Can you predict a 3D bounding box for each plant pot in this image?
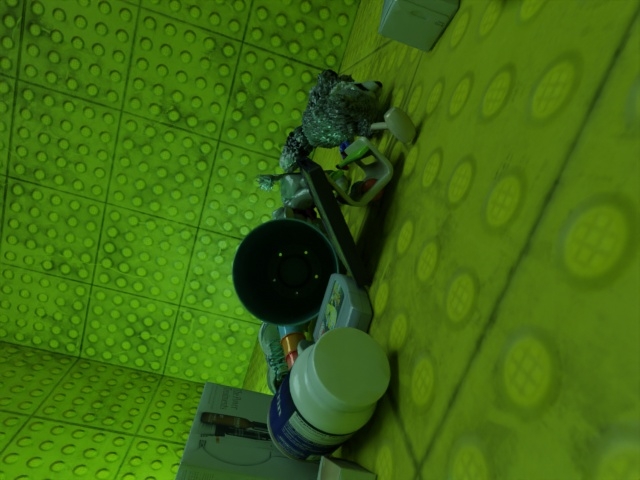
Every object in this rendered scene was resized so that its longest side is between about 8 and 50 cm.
[{"bbox_3d":[-0.088,0.091,1.235,0.235,0.293,0.292,47,-122,-85],"label":"plant pot"}]

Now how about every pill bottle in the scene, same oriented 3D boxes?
[{"bbox_3d":[0.008,0.267,0.712,0.264,0.153,0.153,116,166,-44],"label":"pill bottle"}]

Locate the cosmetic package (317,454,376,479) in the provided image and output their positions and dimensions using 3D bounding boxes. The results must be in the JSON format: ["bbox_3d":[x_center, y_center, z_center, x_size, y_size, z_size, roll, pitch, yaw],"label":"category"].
[{"bbox_3d":[0.039,0.370,0.649,0.115,0.060,0.041,131,153,-66],"label":"cosmetic package"}]

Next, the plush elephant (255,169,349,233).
[{"bbox_3d":[-0.063,-0.115,1.511,0.272,0.330,0.255,-134,42,-71],"label":"plush elephant"}]

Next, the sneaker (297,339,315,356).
[{"bbox_3d":[-0.031,0.340,1.049,0.217,0.079,0.121,-140,68,-79],"label":"sneaker"}]

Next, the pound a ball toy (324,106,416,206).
[{"bbox_3d":[0.114,-0.174,0.993,0.208,0.136,0.319,-45,8,1],"label":"pound a ball toy"}]

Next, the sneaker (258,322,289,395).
[{"bbox_3d":[-0.130,0.395,1.378,0.122,0.110,0.282,-160,59,-71],"label":"sneaker"}]

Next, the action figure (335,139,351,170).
[{"bbox_3d":[0.059,-0.388,1.579,0.280,0.139,0.091,-81,12,-48],"label":"action figure"}]

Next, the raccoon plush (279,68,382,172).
[{"bbox_3d":[0.033,-0.318,1.303,0.446,0.216,0.299,-59,19,32],"label":"raccoon plush"}]

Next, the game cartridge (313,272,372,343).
[{"bbox_3d":[0.044,0.182,0.961,0.294,0.060,0.196,-132,62,-79],"label":"game cartridge"}]

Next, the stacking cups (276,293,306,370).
[{"bbox_3d":[-0.085,0.287,1.301,0.316,0.096,0.096,-113,36,-46],"label":"stacking cups"}]

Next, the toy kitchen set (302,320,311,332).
[{"bbox_3d":[-0.056,0.265,1.409,0.083,0.068,0.075,12,72,53],"label":"toy kitchen set"}]

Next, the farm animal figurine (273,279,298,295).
[{"bbox_3d":[-0.135,0.209,1.600,0.330,0.172,0.326,-155,81,-81],"label":"farm animal figurine"}]

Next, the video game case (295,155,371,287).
[{"bbox_3d":[0.024,-0.055,0.957,0.248,0.035,0.274,-118,4,-72],"label":"video game case"}]

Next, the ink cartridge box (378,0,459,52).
[{"bbox_3d":[0.212,-0.528,0.890,0.127,0.128,0.176,125,159,-65],"label":"ink cartridge box"}]

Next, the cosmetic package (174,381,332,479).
[{"bbox_3d":[-0.133,0.429,0.872,0.377,0.285,0.097,-172,99,-80],"label":"cosmetic package"}]
